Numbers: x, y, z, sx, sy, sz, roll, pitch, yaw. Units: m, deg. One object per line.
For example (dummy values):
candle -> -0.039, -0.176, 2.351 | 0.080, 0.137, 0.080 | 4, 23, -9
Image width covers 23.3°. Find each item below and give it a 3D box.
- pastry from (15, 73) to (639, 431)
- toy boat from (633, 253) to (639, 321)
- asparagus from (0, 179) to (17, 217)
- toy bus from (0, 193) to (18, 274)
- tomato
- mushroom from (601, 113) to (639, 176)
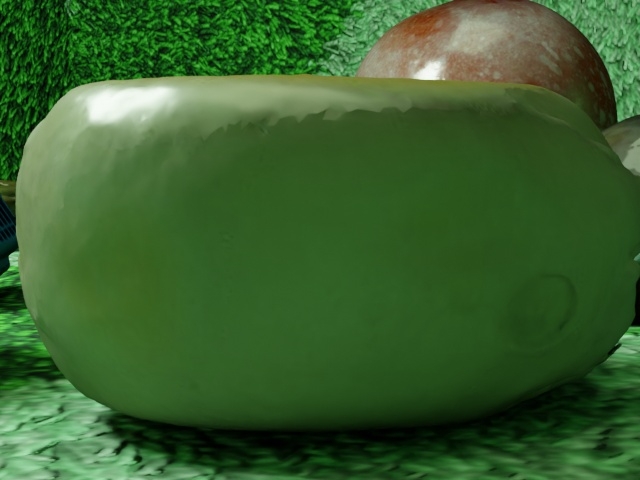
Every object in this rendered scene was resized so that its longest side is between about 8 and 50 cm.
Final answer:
pastry -> 0.001, 0.000, 0.628 | 0.264, 0.133, 0.265 | -3, 4, 0
toy boat -> 0.151, -0.020, 0.862 | 0.114, 0.115, 0.262 | -7, 5, -28
asparagus -> -0.414, -0.016, 1.583 | 0.287, 0.080, 0.080 | -16, 10, -31
toy bus -> -0.281, -0.008, 1.142 | 0.090, 0.106, 0.185 | -35, 5, 0
tomato -> 0.158, -0.126, 1.514 | 0.270, 0.227, 0.270 | -2, 7, 0
mushroom -> 0.224, -0.026, 1.008 | 0.141, 0.117, 0.188 | -15, 3, 29
